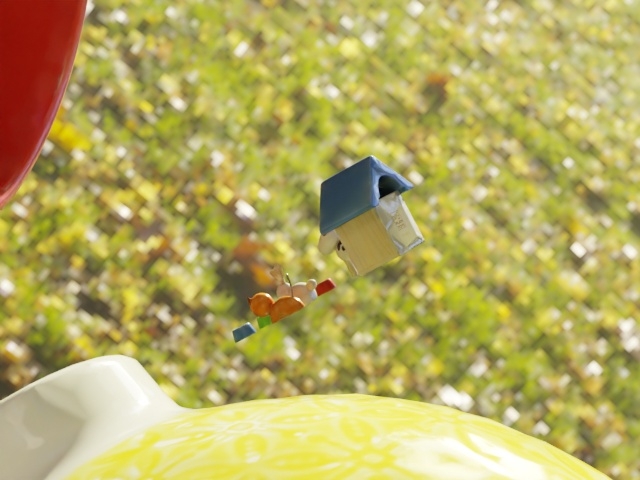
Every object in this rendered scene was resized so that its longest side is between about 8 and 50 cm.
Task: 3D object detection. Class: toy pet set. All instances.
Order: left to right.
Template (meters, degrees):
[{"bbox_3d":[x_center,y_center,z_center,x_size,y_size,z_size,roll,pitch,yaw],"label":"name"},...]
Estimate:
[{"bbox_3d":[0.000,0.000,1.163,0.065,0.114,0.122,62,31,0],"label":"toy pet set"}]

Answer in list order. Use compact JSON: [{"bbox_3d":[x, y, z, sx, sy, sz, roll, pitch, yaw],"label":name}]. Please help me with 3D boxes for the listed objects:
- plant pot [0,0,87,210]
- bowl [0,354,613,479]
[{"bbox_3d":[-0.282,-0.161,1.004,0.243,0.275,0.275,13,23,11],"label":"plant pot"},{"bbox_3d":[-0.049,0.125,0.467,0.156,0.289,0.289,51,27,12],"label":"bowl"}]
